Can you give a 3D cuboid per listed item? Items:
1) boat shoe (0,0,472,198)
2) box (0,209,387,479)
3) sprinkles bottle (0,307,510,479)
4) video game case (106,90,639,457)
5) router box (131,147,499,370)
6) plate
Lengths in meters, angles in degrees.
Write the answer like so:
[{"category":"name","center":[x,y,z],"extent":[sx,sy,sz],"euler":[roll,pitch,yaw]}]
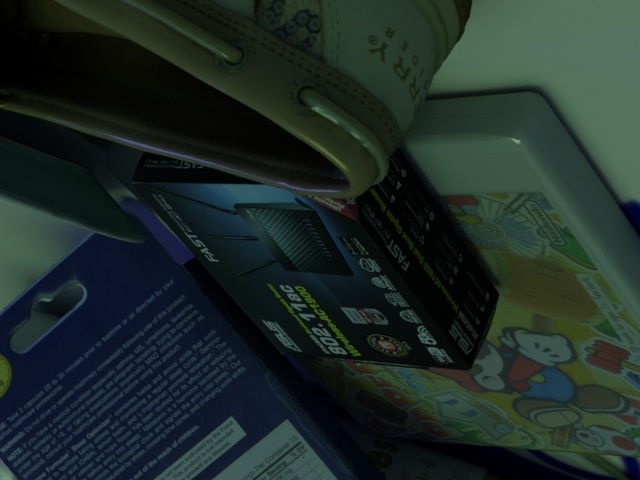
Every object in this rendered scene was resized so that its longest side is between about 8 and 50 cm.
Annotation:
[{"category":"boat shoe","center":[-0.095,-0.080,0.564],"extent":[0.285,0.089,0.104],"euler":[9,150,27]},{"category":"box","center":[-0.061,0.106,0.788],"extent":[0.136,0.036,0.225],"euler":[-40,91,16]},{"category":"sprinkles bottle","center":[-0.015,0.143,0.867],"extent":[0.355,0.121,0.121],"euler":[18,152,10]},{"category":"video game case","center":[0.050,0.024,0.706],"extent":[0.206,0.026,0.227],"euler":[-1,144,39]},{"category":"router box","center":[0.000,0.000,0.634],"extent":[0.092,0.038,0.122],"euler":[2,145,36]},{"category":"plate","center":[-0.157,-0.042,0.693],"extent":[0.188,0.024,0.188],"euler":[21,-179,0]}]
